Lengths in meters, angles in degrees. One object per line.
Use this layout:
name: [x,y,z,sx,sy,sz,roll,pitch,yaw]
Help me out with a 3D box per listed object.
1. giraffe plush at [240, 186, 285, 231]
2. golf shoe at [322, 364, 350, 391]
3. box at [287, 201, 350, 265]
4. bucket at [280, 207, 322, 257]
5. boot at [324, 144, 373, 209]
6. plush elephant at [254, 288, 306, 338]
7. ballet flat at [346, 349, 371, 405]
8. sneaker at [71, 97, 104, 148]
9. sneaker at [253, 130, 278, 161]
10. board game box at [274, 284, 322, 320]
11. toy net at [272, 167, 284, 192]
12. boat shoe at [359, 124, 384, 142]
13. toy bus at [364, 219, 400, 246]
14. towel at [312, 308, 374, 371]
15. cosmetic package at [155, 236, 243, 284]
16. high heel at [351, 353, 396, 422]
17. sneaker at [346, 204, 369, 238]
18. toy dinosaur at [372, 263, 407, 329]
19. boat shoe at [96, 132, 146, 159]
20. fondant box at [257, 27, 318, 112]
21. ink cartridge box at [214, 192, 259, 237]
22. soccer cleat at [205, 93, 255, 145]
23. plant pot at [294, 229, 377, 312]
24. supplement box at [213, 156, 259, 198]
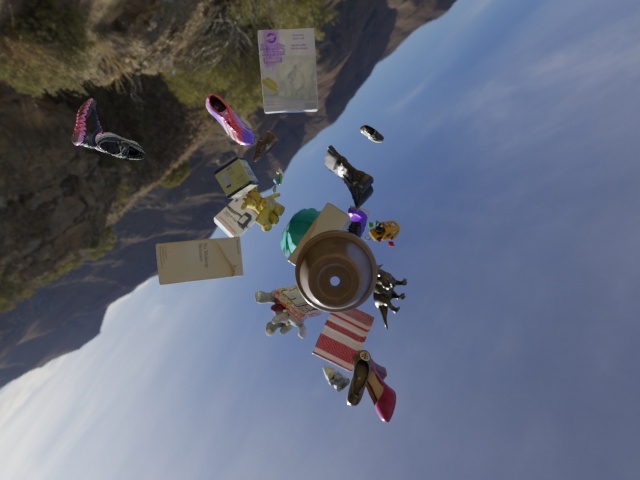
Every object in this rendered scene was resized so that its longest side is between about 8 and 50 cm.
giraffe plush: [-0.299,-0.171,2.020,0.170,0.210,0.181,27,-122,23]
golf shoe: [0.062,0.539,1.617,0.069,0.176,0.086,-39,-128,-8]
box: [0.000,0.000,1.807,0.311,0.121,0.148,-55,169,-4]
bucket: [-0.065,-0.010,2.089,0.281,0.281,0.183,-54,-172,-30]
boot: [0.110,-0.264,1.699,0.091,0.229,0.263,-44,163,-19]
plush elephant: [-0.180,0.404,2.256,0.329,0.272,0.255,-10,-172,-9]
ballet flat: [0.167,0.577,1.734,0.058,0.084,0.250,104,9,-54]
sneaker: [-0.523,-0.264,0.933,0.047,0.057,0.120,-6,-108,40]
sneaker: [-0.273,-0.451,1.946,0.188,0.071,0.066,-34,-172,40]
board game box: [-0.104,0.290,1.929,0.193,0.146,0.045,39,-63,33]
toy net: [-0.238,-0.351,2.376,0.045,0.122,0.232,7,-156,1]
boat shoe: [0.287,-0.581,2.226,0.049,0.152,0.056,-8,-115,65]
toy bus: [0.384,-0.065,2.486,0.202,0.190,0.105,-65,176,-51]
towel: [0.127,0.506,2.198,0.037,0.236,0.329,100,16,-62]
cosmetic package: [-0.461,0.076,1.578,0.308,0.161,0.113,-7,180,-15]
high heel: [0.224,0.657,1.840,0.127,0.181,0.377,-62,-172,11]
sneaker: [0.182,-0.069,2.112,0.293,0.102,0.146,68,42,-68]
toy dinosaur: [0.278,0.219,1.753,0.120,0.314,0.160,-22,-160,-35]
boat shoe: [-0.781,-0.363,1.598,0.078,0.070,0.219,-55,162,17]
fondant box: [-0.139,-0.728,1.774,0.237,0.331,0.096,-5,-167,-5]
ink cartridge box: [-0.457,-0.140,2.309,0.237,0.172,0.100,-46,-175,-16]
soccer cleat: [-0.464,-0.616,2.094,0.108,0.318,0.116,-44,-170,-6]
plant pot: [0.042,0.101,1.208,0.263,0.263,0.229,-40,180,5]
supplement box: [-0.229,-0.170,1.119,0.083,0.083,0.056,-30,179,14]
